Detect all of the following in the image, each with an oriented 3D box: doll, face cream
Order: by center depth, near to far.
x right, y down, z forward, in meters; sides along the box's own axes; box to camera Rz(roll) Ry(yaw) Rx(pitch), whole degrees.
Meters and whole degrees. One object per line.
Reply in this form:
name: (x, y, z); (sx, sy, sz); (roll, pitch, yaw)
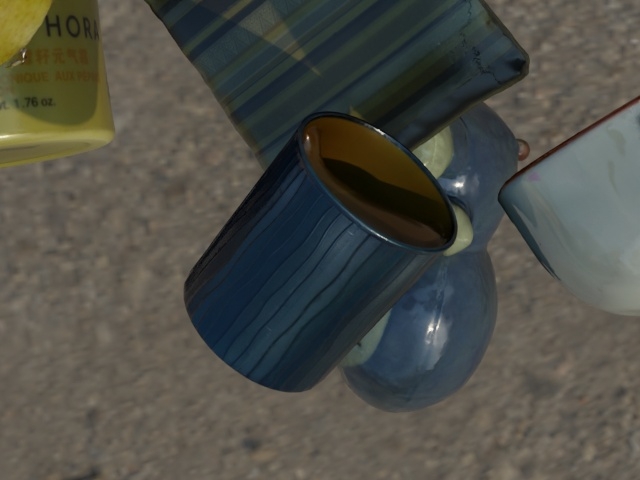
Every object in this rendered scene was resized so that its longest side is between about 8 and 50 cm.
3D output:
doll: (0.065, 0.003, 1.478); (0.228, 0.154, 0.258); (-131, 55, -63)
face cream: (-0.285, -0.153, 1.537); (0.218, 0.218, 0.179); (-10, 88, 30)

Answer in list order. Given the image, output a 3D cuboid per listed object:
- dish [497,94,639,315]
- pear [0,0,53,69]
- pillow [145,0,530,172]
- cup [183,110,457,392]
dish: (0.228, -0.035, 1.059); (0.256, 0.256, 0.117); (-32, 85, 28)
pear: (-0.310, -0.192, 1.218); (0.267, 0.178, 0.267); (3, 103, 14)
pillow: (0.003, -0.144, 1.256); (0.208, 0.052, 0.212); (-35, 92, 31)
cup: (0.006, 0.008, 1.161); (0.113, 0.150, 0.138); (50, 120, 17)
